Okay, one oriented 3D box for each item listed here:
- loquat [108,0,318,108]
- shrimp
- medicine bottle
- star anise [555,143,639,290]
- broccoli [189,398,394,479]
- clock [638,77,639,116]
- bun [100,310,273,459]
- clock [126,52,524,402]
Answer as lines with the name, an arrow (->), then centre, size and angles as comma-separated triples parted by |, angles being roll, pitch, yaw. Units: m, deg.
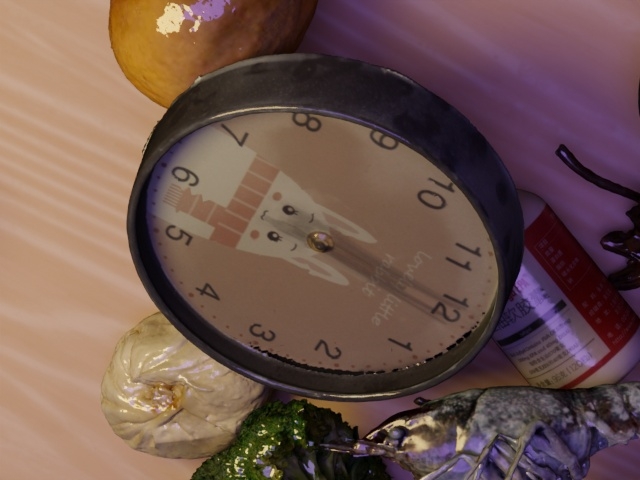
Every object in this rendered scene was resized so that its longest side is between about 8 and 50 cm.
loquat -> -0.108, -0.234, 1.604 | 0.238, 0.238, 0.193 | -40, 102, 13
shrimp -> 0.213, 0.207, 1.579 | 0.410, 0.221, 0.166 | -14, 87, -2
medicine bottle -> 0.212, 0.044, 1.669 | 0.131, 0.131, 0.250 | -39, 96, 13
star anise -> 0.356, -0.017, 1.660 | 0.177, 0.073, 0.234 | -15, 118, 19
broccoli -> -0.018, 0.319, 1.674 | 0.283, 0.321, 0.304 | 29, 98, 37
clock -> 0.427, -0.151, 1.580 | 0.243, 0.200, 0.146 | -9, 133, 22
bun -> -0.142, 0.154, 1.745 | 0.188, 0.111, 0.164 | 1, 104, 3
clock -> 0.000, 0.000, 1.572 | 0.386, 0.076, 0.386 | 9, 132, 10
